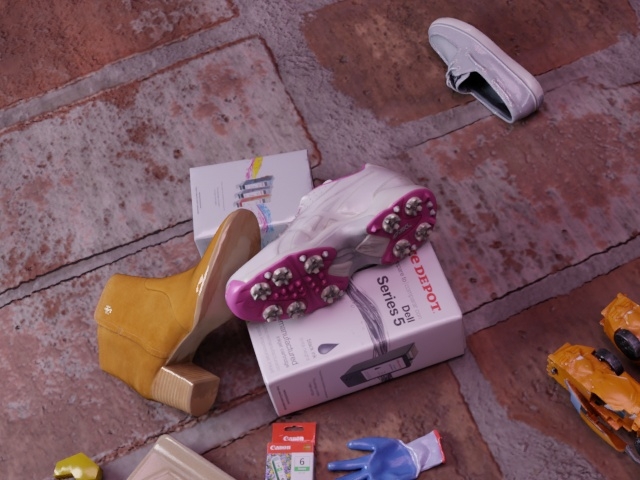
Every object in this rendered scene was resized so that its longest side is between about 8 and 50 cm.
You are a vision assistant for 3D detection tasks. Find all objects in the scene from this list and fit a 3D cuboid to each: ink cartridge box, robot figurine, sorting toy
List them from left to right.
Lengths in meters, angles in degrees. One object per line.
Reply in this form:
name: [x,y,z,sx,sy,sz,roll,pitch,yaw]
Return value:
sorting toy: [-0.226,0.369,1.478,0.307,0.041,0.229,29,70,24]
ink cartridge box: [-0.087,-0.034,1.658,0.176,0.128,0.127,-8,57,2]
ink cartridge box: [-0.038,0.286,1.505,0.063,0.029,0.115,-2,58,7]
ink cartridge box: [0.036,0.093,1.567,0.273,0.114,0.198,-19,57,-4]
robot figurine: [0.441,0.206,1.456,0.211,0.085,0.291,-38,60,-15]

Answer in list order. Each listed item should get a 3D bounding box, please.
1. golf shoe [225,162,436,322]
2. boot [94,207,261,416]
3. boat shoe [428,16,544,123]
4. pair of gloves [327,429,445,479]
golf shoe: [0.000,0.000,1.510,0.306,0.115,0.140,-27,46,-17]
boot: [-0.204,0.072,1.539,0.211,0.104,0.295,23,101,35]
boat shoe: [0.239,-0.263,1.787,0.081,0.079,0.227,-38,63,-21]
pair of gloves: [0.101,0.331,1.461,0.159,0.023,0.198,-17,56,-2]
